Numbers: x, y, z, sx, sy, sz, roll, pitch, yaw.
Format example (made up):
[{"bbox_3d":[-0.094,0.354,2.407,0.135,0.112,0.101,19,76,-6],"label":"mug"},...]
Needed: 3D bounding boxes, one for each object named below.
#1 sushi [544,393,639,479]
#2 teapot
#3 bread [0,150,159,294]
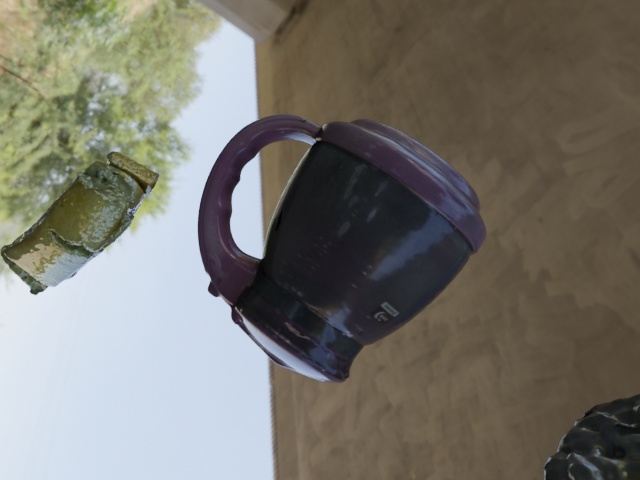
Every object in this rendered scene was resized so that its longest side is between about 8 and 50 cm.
[{"bbox_3d":[0.400,0.336,0.718,0.299,0.294,0.281,-26,-152,2],"label":"sushi"},{"bbox_3d":[0.005,0.003,0.394,0.146,0.148,0.116,-55,-156,-3],"label":"teapot"},{"bbox_3d":[-0.212,-0.016,0.611,0.156,0.064,0.117,-29,-160,42],"label":"bread"}]
